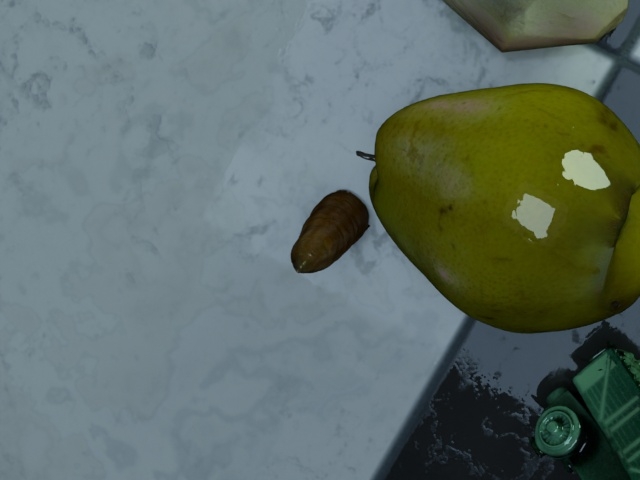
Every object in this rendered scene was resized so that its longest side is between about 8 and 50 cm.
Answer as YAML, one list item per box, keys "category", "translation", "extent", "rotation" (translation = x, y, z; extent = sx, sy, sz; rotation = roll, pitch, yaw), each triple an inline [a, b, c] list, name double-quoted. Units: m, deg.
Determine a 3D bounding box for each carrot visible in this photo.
- category: "carrot"
  translation: [0.000, 0.000, 1.200]
  extent: [0.072, 0.205, 0.072]
  rotation: [6, 110, 16]

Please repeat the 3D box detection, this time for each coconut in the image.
- category: "coconut"
  translation: [0.244, -0.315, 1.110]
  extent: [0.237, 0.197, 0.236]
  rotation: [0, 91, 12]

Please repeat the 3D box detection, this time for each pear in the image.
- category: "pear"
  translation: [0.204, -0.031, 1.120]
  extent: [0.337, 0.285, 0.284]
  rotation: [-8, 95, 29]

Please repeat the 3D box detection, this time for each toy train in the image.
- category: "toy train"
  translation: [0.342, 0.245, 1.128]
  extent: [0.115, 0.269, 0.154]
  rotation: [34, 111, -31]
